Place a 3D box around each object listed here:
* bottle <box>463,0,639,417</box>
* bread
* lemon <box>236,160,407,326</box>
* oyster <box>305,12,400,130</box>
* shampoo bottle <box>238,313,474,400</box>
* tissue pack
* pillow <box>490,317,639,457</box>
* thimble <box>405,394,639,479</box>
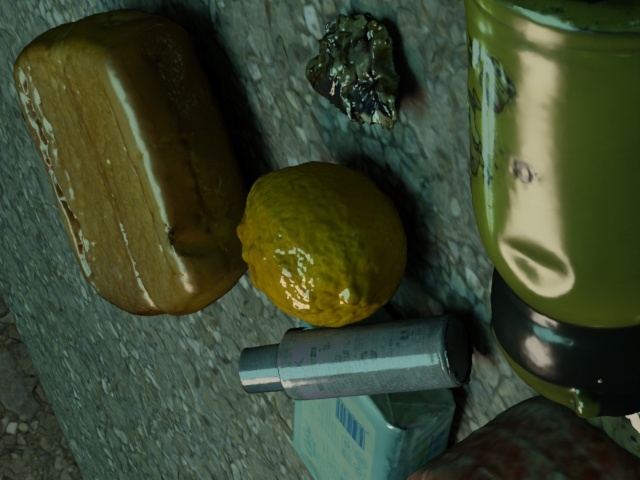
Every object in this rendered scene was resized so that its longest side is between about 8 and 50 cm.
[{"bbox_3d":[0.171,-0.041,0.995,0.171,0.171,0.351,44,150,39],"label":"bottle"},{"bbox_3d":[-0.180,-0.088,1.740,0.328,0.148,0.337,-4,109,61],"label":"bread"},{"bbox_3d":[0.000,0.000,1.444,0.187,0.142,0.142,46,152,42],"label":"lemon"},{"bbox_3d":[0.022,-0.139,1.366,0.148,0.051,0.103,-170,64,-75],"label":"oyster"},{"bbox_3d":[0.028,0.107,1.450,0.214,0.072,0.072,-8,112,27],"label":"shampoo bottle"},{"bbox_3d":[0.049,0.181,1.604,0.177,0.089,0.263,52,157,32],"label":"tissue pack"},{"bbox_3d":[0.204,0.095,1.220,0.241,0.051,0.093,40,153,45],"label":"pillow"},{"bbox_3d":[0.179,0.261,1.306,0.239,0.162,0.239,48,153,35],"label":"thimble"}]
